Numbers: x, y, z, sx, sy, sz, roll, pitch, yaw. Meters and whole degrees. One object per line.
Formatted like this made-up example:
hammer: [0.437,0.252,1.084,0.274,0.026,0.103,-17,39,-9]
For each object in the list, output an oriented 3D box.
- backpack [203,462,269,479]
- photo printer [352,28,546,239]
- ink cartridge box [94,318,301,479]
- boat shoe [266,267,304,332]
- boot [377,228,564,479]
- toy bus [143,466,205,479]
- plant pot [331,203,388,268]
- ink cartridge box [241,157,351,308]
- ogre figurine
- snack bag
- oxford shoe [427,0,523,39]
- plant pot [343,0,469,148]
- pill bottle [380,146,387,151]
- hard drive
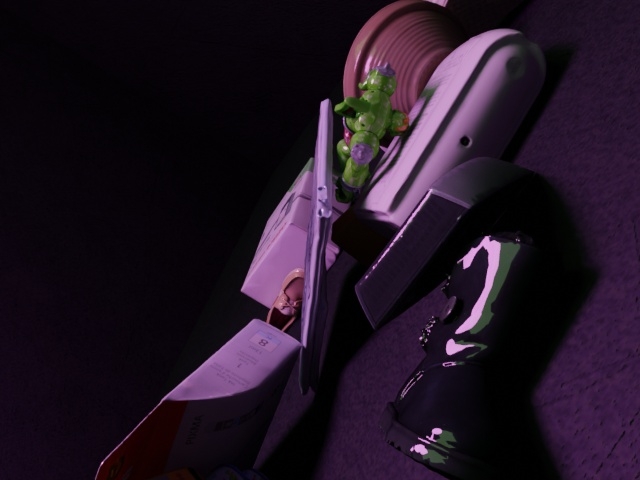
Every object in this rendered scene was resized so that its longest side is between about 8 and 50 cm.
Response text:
backpack: [-0.105,0.337,1.126,0.084,0.114,0.105,-38,-12,-50]
photo printer: [0.174,-0.141,1.209,0.307,0.107,0.256,-59,8,-3]
ink cartridge box: [-0.178,0.311,1.164,0.385,0.091,0.308,-42,-23,-61]
boat shoe: [-0.061,0.127,1.747,0.059,0.063,0.170,-75,9,-52]
boot: [0.133,0.088,0.732,0.207,0.094,0.246,-63,4,-4]
toy bus: [-0.206,0.435,1.080,0.130,0.108,0.333,-4,-53,-50]
plant pot: [0.075,-0.020,1.449,0.083,0.081,0.081,-49,12,17]
ink cartridge box: [-0.041,-0.010,1.872,0.211,0.121,0.289,-54,11,30]
ogre figurine: [0.063,-0.155,1.209,0.197,0.097,0.118,-54,0,-14]
snack bag: [0.000,0.000,1.333,0.323,0.037,0.342,-88,3,-53]
oxford shoe: [0.243,-0.419,1.500,0.449,0.169,0.130,-51,43,42]
plant pot: [0.161,-0.246,1.384,0.237,0.237,0.110,-58,38,1]
pill bottle: [0.151,-0.225,1.666,0.086,0.086,0.152,-53,11,31]
hard drive: [0.130,-0.009,0.917,0.172,0.054,0.254,-55,-14,24]
